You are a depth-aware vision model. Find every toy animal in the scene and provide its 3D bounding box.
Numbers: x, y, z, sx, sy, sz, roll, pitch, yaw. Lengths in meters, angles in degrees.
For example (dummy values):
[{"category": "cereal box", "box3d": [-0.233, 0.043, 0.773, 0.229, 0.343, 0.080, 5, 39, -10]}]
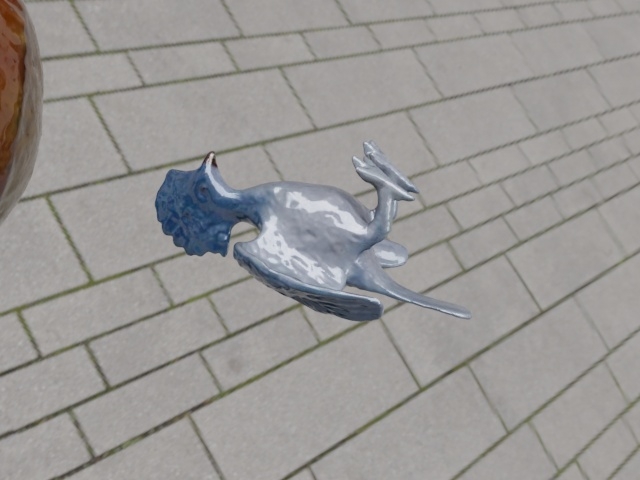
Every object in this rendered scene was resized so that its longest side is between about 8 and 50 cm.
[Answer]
[{"category": "toy animal", "box3d": [0.000, 0.000, 0.727, 0.255, 0.176, 0.239, 46, 20, 0]}]

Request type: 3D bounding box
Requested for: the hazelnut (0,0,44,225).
[{"category": "hazelnut", "box3d": [-0.495, -0.140, 0.943, 0.421, 0.421, 0.352, -10, 52, -44]}]
